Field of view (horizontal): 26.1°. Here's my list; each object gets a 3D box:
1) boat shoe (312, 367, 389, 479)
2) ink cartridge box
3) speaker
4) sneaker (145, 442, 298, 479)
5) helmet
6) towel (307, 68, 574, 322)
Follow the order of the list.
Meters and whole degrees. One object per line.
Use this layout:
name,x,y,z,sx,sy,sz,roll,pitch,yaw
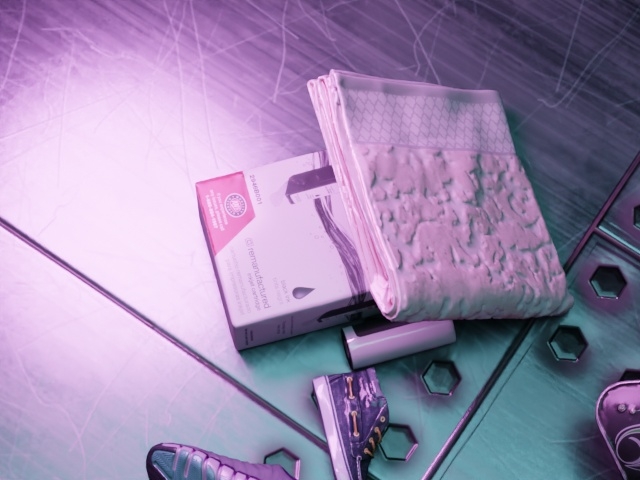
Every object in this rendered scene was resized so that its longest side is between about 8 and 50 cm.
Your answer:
boat shoe,0.050,0.242,1.663,0.083,0.065,0.183,-13,71,-4
ink cartridge box,0.000,0.000,1.720,0.273,0.114,0.197,-14,72,-8
speaker,0.097,0.118,1.714,0.136,0.055,0.055,-14,72,-5
sneaker,-0.099,0.294,1.652,0.224,0.098,0.083,20,109,23
helmet,0.414,0.211,1.632,0.162,0.169,0.169,-24,73,8
towel,0.154,-0.052,1.673,0.332,0.053,0.316,1,65,-43
